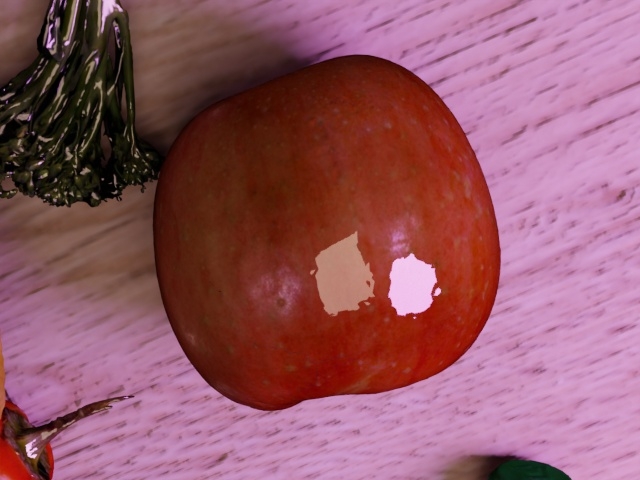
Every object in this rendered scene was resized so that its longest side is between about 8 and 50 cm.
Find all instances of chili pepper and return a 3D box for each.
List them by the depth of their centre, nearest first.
[{"bbox_3d":[-0.186,0.130,1.064,0.192,0.084,0.086,-30,146,5],"label":"chili pepper"}]

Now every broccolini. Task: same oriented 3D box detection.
[{"bbox_3d":[-0.162,-0.131,0.974,0.123,0.062,0.271,-21,120,-17],"label":"broccolini"}]

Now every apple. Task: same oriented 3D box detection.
[{"bbox_3d":[0.000,0.000,0.997,0.181,0.181,0.168,-20,91,-1],"label":"apple"}]

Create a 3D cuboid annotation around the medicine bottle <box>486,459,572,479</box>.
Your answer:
[{"bbox_3d":[0.103,0.279,1.173,0.111,0.076,0.308,4,111,-14],"label":"medicine bottle"}]

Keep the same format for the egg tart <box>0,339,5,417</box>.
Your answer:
[{"bbox_3d":[-0.304,0.063,0.967,0.295,0.116,0.294,2,102,10],"label":"egg tart"}]
